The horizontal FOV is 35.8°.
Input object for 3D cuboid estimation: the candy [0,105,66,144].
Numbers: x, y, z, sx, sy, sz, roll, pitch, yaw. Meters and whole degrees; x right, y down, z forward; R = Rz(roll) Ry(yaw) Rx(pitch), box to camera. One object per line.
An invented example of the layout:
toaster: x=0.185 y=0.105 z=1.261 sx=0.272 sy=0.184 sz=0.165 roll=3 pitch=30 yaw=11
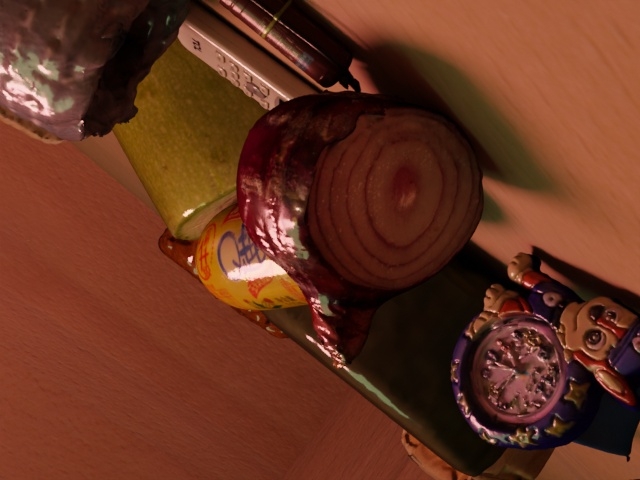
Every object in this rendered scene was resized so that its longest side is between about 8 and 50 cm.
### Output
candy: x=-0.388 y=-0.237 z=1.140 sx=0.179 sy=0.135 sz=0.320 roll=42 pitch=180 yaw=19

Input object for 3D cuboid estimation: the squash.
squash: x=-0.146 y=-0.175 z=1.132 sx=0.233 sy=0.210 sz=0.309 roll=88 pitch=157 yaw=-80

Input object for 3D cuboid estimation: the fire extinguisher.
fire extinguisher: x=-0.016 y=-0.159 z=0.777 sx=0.132 sy=0.039 sz=0.056 roll=38 pitch=180 yaw=-8

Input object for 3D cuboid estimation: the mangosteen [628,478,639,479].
mangosteen: x=0.424 y=0.318 z=1.021 sx=0.243 sy=0.243 sz=0.243 roll=36 pitch=171 yaw=7

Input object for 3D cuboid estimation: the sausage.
sausage: x=0.000 y=0.000 z=0.985 sx=0.347 sy=0.123 sz=0.123 roll=-13 pitch=135 yaw=43

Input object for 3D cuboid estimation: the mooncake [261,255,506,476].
mooncake: x=0.102 y=0.106 z=1.190 sx=0.356 sy=0.194 sz=0.356 roll=39 pitch=174 yaw=5

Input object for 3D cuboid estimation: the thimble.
thimble: x=-0.215 y=-0.193 z=0.827 sx=0.172 sy=0.205 sz=0.236 roll=36 pitch=166 yaw=-3

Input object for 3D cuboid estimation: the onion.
onion: x=0.019 y=-0.010 z=0.788 sx=0.195 sy=0.218 sz=0.140 roll=0 pitch=-169 yaw=-44

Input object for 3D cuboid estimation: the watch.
watch: x=0.235 y=0.127 z=0.945 sx=0.196 sy=0.171 sz=0.200 roll=29 pitch=-177 yaw=35

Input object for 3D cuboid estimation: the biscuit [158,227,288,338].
biscuit: x=-0.162 y=0.049 z=1.999 sx=0.342 sy=0.166 sz=0.395 roll=40 pitch=172 yaw=-5

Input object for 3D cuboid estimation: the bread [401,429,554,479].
bread: x=0.227 y=0.241 z=1.334 sx=0.110 sy=0.210 sz=0.192 roll=37 pitch=173 yaw=-31

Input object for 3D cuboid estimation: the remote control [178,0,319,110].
remote control: x=-0.064 y=-0.162 z=0.968 sx=0.190 sy=0.029 sz=0.087 roll=37 pitch=171 yaw=2
